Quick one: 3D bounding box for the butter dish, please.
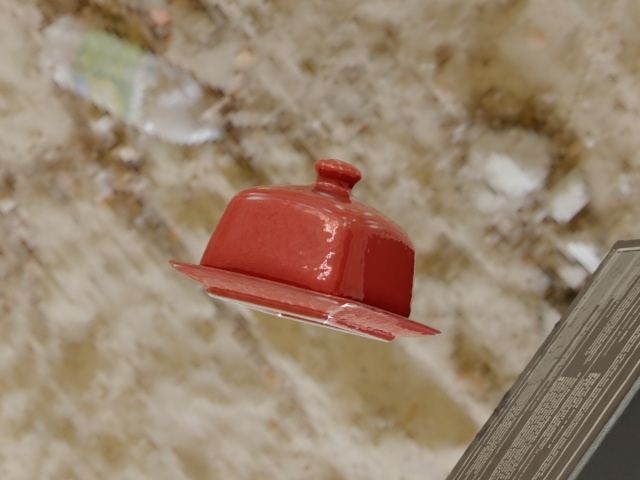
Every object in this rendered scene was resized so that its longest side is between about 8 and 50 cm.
[{"bbox_3d":[0.000,0.000,1.393,0.160,0.118,0.160,11,175,31],"label":"butter dish"}]

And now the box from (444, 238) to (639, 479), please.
[{"bbox_3d":[0.270,0.157,1.555,0.183,0.296,0.294,38,171,-6],"label":"box"}]
